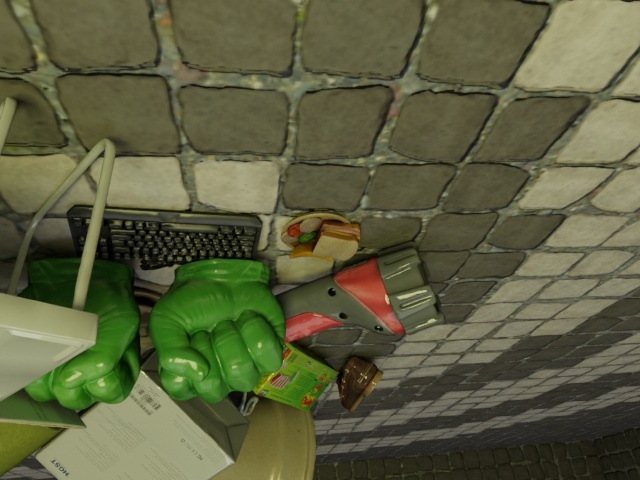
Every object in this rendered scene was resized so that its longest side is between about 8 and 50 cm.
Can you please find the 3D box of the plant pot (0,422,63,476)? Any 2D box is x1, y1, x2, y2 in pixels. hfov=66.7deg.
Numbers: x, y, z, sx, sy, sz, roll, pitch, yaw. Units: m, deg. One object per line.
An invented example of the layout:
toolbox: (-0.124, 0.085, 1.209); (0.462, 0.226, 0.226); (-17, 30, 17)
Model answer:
plant pot: (-0.498, 0.230, 0.623); (0.293, 0.275, 0.275); (-18, 150, -9)

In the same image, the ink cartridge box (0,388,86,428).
ink cartridge box: (-0.400, 0.125, 0.472); (0.275, 0.060, 0.239); (22, 170, 40)

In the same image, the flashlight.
flashlight: (-0.011, 0.100, 0.582); (0.304, 0.103, 0.103); (-24, 133, 13)

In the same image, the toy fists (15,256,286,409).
toy fists: (-0.174, 0.093, 0.492); (0.279, 0.142, 0.096); (1, 159, -11)

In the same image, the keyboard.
keyboard: (-0.157, 0.006, 0.505); (0.180, 0.023, 0.108); (3, 148, -15)

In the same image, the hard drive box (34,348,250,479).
hard drive box: (-0.250, 0.284, 0.694); (0.232, 0.089, 0.181); (-38, 99, 15)

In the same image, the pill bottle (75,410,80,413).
pill bottle: (-0.455, 0.355, 0.950); (0.108, 0.108, 0.180); (0, 149, -10)

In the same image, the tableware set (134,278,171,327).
tableware set: (-0.201, 0.110, 0.653); (0.194, 0.039, 0.128); (21, 140, -38)

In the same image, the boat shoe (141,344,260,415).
boat shoe: (-0.161, 0.256, 0.841); (0.113, 0.105, 0.306); (-28, 143, 32)

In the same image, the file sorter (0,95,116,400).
file sorter: (-0.300, -0.018, 0.289); (0.193, 0.173, 0.278); (-29, 142, 35)

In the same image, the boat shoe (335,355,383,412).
boat shoe: (0.068, 0.286, 0.981); (0.073, 0.073, 0.207); (31, 145, 11)

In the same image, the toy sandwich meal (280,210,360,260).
toy sandwich meal: (0.000, 0.000, 0.516); (0.085, 0.029, 0.085); (-5, 149, -3)

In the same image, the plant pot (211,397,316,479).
plant pot: (-0.225, 0.418, 0.935); (0.305, 0.334, 0.334); (24, 139, -25)

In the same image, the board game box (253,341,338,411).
board game box: (-0.046, 0.231, 0.837); (0.092, 0.043, 0.181); (-50, 143, -4)
